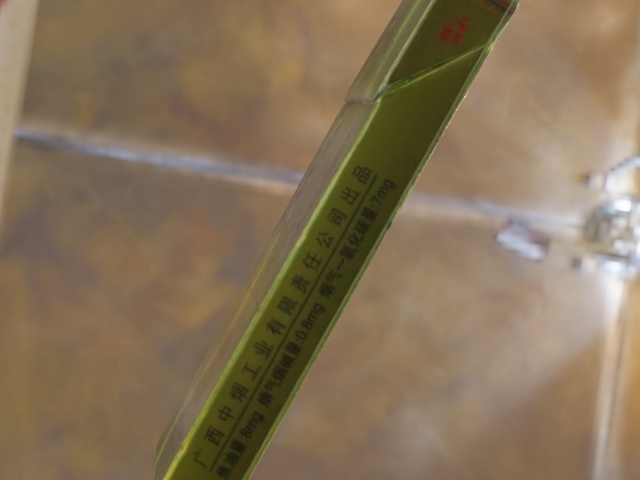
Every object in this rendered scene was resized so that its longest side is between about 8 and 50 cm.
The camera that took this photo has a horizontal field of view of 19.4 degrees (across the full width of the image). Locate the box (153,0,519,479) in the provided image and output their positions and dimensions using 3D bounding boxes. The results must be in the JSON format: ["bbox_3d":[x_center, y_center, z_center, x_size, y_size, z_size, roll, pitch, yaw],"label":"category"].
[{"bbox_3d":[0.000,0.000,1.000,0.311,0.043,0.173,-61,-174,2],"label":"box"}]
